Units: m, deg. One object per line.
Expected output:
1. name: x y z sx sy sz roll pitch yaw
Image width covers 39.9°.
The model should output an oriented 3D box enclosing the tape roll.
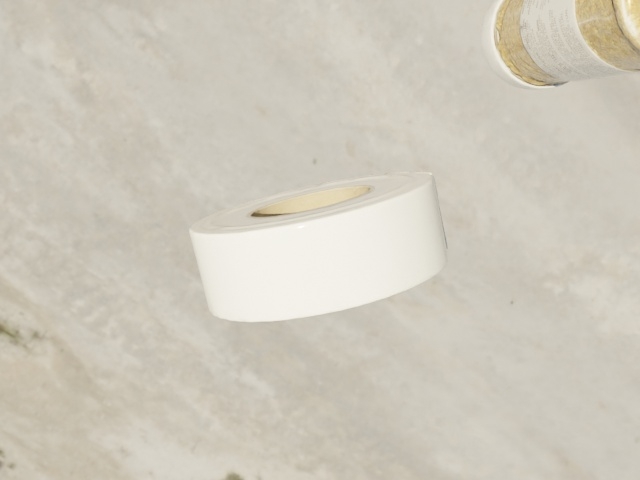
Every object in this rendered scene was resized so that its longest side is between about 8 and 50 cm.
1. tape roll: 0.000 0.000 1.009 0.286 0.286 0.100 -7 101 31

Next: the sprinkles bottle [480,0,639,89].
1. sprinkles bottle: 0.255 -0.208 0.820 0.121 0.121 0.355 30 -177 -9
